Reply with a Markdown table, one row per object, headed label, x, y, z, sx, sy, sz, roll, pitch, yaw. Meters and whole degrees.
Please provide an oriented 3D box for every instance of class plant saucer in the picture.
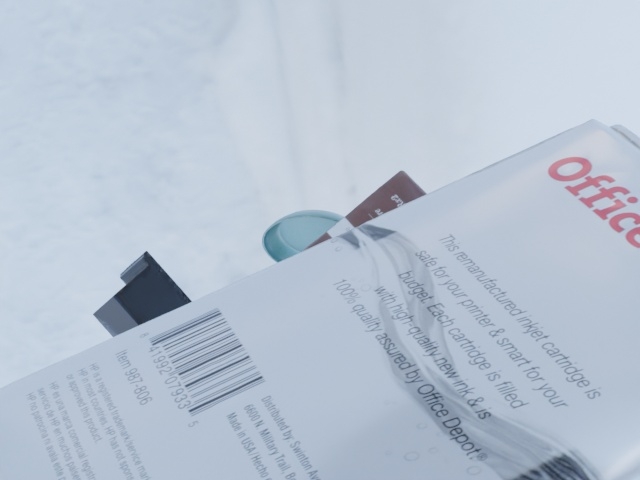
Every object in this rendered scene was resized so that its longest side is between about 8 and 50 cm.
| label | x | y | z | sx | sy | sz | roll | pitch | yaw |
| --- | --- | --- | --- | --- | --- | --- | --- | --- | --- |
| plant saucer | 0.000 | 0.000 | 1.698 | 0.119 | 0.119 | 0.021 | 25 | 55 | -25 |

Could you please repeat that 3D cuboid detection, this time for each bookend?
| label | x | y | z | sx | sy | sz | roll | pitch | yaw |
| --- | --- | --- | --- | --- | --- | --- | --- | --- | --- |
| bookend | -0.208 | 0.124 | 1.873 | 0.156 | 0.072 | 0.157 | 48 | 51 | -4 |

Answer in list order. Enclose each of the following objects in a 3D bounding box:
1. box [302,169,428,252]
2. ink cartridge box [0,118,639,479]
| label | x | y | z | sx | sy | sz | roll | pitch | yaw |
| --- | --- | --- | --- | --- | --- | --- | --- | --- | --- |
| box | 0.135 | 0.106 | 1.696 | 0.143 | 0.191 | 0.381 | -41 | 151 | -1 |
| ink cartridge box | 0.057 | 0.127 | 0.839 | 0.395 | 0.285 | 0.166 | -25 | 123 | -9 |
